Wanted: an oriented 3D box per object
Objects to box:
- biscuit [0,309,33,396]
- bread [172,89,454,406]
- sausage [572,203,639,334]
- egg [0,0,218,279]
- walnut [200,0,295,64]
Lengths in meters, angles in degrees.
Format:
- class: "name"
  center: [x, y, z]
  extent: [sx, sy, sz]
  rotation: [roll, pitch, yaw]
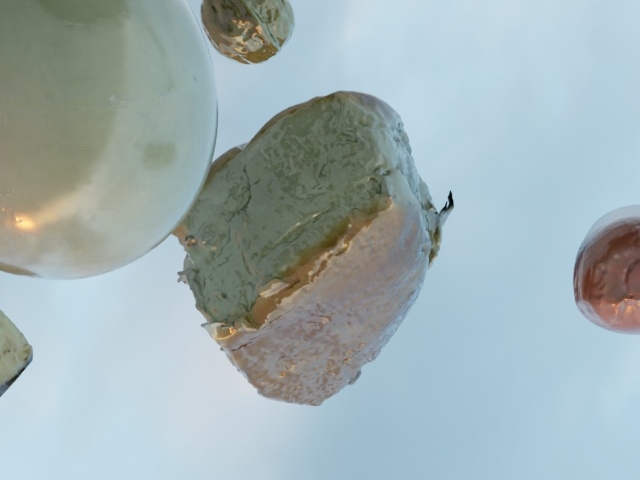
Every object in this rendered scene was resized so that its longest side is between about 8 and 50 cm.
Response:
- class: "biscuit"
  center: [-0.280, 0.035, 0.987]
  extent: [0.052, 0.188, 0.056]
  rotation: [-39, -171, 49]
- class: "bread"
  center: [0.000, 0.000, 1.475]
  extent: [0.279, 0.250, 0.225]
  rotation: [-35, -125, 4]
- class: "sausage"
  center: [0.183, 0.016, 0.826]
  extent: [0.077, 0.077, 0.194]
  rotation: [-52, 174, 11]
- class: "egg"
  center: [-0.177, -0.095, 0.904]
  extent: [0.219, 0.219, 0.269]
  rotation: [-46, -134, 19]
- class: "walnut"
  center: [-0.069, -0.208, 1.359]
  extent: [0.092, 0.092, 0.092]
  rotation: [-31, -136, 35]
